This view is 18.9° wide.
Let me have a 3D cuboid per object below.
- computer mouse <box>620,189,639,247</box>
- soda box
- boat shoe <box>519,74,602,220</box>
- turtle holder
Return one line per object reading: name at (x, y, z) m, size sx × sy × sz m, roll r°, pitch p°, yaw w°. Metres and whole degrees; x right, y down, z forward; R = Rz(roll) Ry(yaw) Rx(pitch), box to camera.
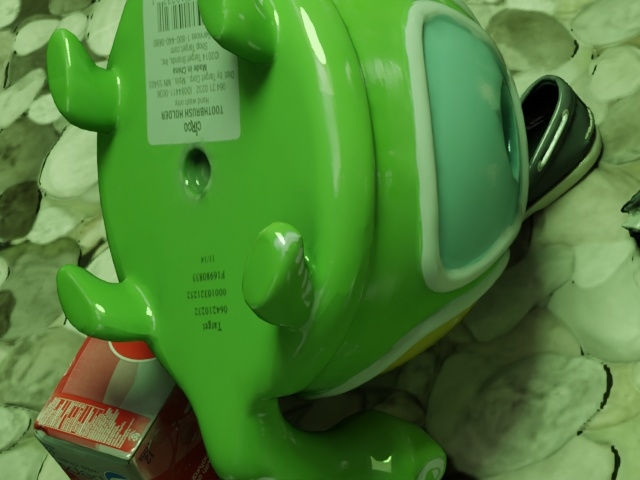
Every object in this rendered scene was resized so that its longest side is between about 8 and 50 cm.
computer mouse at (0.314, -0.025, 1.097) m, size 0.188 × 0.072 × 0.272 m, roll -42°, pitch 47°, yaw -12°
soda box at (-0.070, 0.045, 1.212) m, size 0.083 × 0.092 × 0.263 m, roll 13°, pitch 59°, yaw 32°
boat shoe at (0.090, -0.024, 1.210) m, size 0.206 × 0.065 × 0.075 m, roll -43°, pitch 50°, yaw -10°
turtle holder at (0.008, -0.014, 1.063) m, size 0.243 × 0.227 × 0.320 m, roll -44°, pitch 60°, yaw 44°
